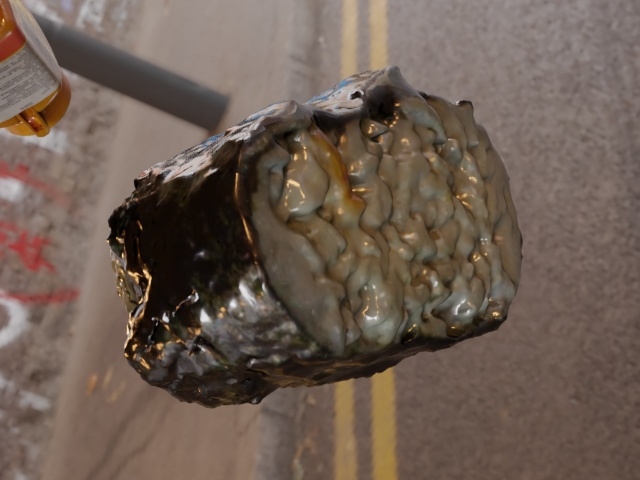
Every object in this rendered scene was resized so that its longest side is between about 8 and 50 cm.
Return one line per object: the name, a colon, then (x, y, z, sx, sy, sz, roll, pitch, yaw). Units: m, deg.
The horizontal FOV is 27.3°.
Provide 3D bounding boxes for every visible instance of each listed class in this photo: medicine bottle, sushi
medicine bottle: (-0.370, -0.213, 1.495, 0.149, 0.112, 0.222, 61, 180, 26)
sushi: (0.000, 0.000, 0.932, 0.171, 0.350, 0.211, -17, 91, 38)
